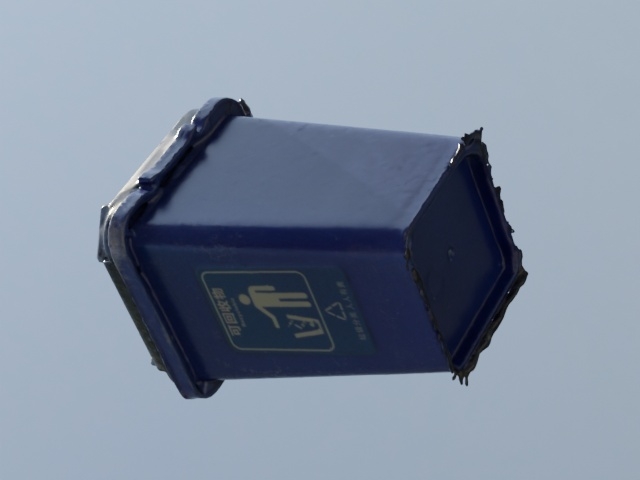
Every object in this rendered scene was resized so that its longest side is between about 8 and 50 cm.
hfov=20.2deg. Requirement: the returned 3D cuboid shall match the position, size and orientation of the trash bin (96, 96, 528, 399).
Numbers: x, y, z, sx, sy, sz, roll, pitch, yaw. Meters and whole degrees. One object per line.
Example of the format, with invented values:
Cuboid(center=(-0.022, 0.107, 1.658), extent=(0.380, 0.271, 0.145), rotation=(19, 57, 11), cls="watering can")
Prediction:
Cuboid(center=(0.000, 0.000, 1.151), extent=(0.184, 0.234, 0.162), rotation=(-55, -46, -39), cls="trash bin")
